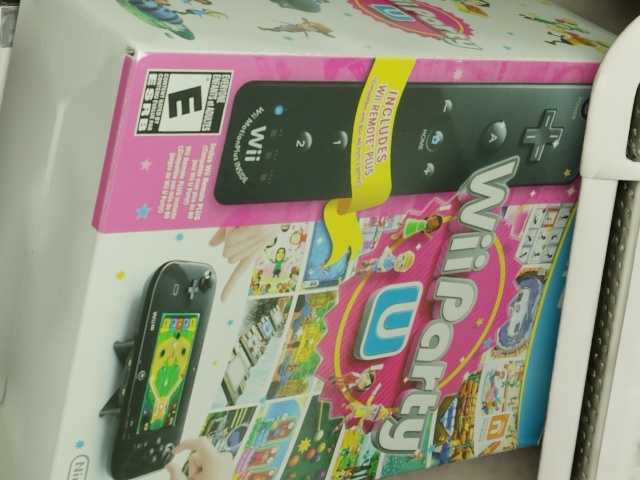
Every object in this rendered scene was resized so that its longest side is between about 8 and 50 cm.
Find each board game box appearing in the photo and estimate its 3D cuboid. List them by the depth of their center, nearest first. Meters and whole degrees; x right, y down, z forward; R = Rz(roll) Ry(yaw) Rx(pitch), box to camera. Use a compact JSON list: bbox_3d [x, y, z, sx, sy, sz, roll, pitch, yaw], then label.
[{"bbox_3d":[0.000,0.000,0.714,0.303,0.097,0.224,-5,119,-40],"label":"board game box"}]

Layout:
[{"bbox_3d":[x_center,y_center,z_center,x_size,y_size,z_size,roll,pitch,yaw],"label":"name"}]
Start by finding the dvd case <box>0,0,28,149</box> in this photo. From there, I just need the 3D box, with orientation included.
[{"bbox_3d":[-0.085,-0.009,0.729,0.179,0.029,0.238,-11,125,-36],"label":"dvd case"}]

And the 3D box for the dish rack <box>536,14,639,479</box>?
[{"bbox_3d":[0.255,0.036,0.751,0.286,0.072,0.333,4,116,1],"label":"dish rack"}]
